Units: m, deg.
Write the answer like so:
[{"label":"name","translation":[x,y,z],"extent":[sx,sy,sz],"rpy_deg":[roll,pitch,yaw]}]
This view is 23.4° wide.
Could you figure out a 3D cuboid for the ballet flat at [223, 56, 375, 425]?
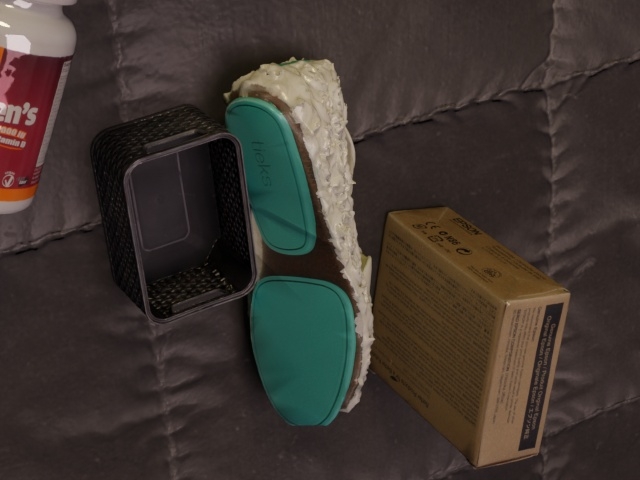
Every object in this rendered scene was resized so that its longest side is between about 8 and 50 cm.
[{"label":"ballet flat","translation":[0.000,0.000,1.566],"extent":[0.147,0.147,0.409],"rpy_deg":[-20,123,-23]}]

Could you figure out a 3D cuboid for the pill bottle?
[{"label":"pill bottle","translation":[-0.277,-0.144,1.316],"extent":[0.121,0.121,0.221],"rpy_deg":[7,110,-34]}]

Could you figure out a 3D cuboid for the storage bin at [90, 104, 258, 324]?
[{"label":"storage bin","translation":[-0.140,-0.025,1.487],"extent":[0.122,0.084,0.180],"rpy_deg":[-20,122,-23]}]

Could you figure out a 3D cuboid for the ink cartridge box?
[{"label":"ink cartridge box","translation":[0.149,0.096,1.633],"extent":[0.088,0.234,0.193],"rpy_deg":[-7,117,-28]}]
